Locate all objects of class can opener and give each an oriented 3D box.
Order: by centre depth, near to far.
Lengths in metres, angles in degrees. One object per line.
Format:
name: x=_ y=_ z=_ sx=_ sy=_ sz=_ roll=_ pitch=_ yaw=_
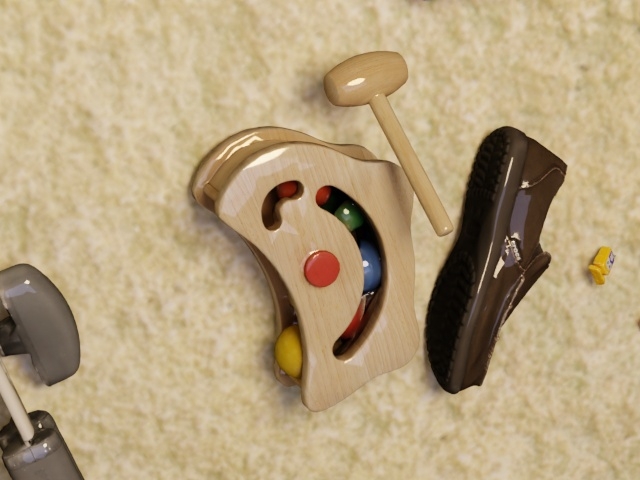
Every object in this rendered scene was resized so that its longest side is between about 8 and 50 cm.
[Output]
can opener: x=-0.194 y=0.153 z=1.273 sx=0.095 sy=0.076 sz=0.283 roll=-26 pitch=111 yaw=-7

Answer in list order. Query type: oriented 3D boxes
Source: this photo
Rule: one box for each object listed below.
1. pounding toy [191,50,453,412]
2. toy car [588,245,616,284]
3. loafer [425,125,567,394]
pounding toy: x=0.000 y=0.000 z=1.244 sx=0.154 sy=0.155 sz=0.269 roll=-9 pitch=107 yaw=-18
toy car: x=0.281 y=0.045 z=1.393 sx=0.122 sy=0.060 sz=0.040 roll=47 pitch=57 yaw=-28
loafer: x=0.147 y=0.022 z=1.332 sx=0.078 sy=0.080 sz=0.220 roll=13 pitch=100 yaw=-18
